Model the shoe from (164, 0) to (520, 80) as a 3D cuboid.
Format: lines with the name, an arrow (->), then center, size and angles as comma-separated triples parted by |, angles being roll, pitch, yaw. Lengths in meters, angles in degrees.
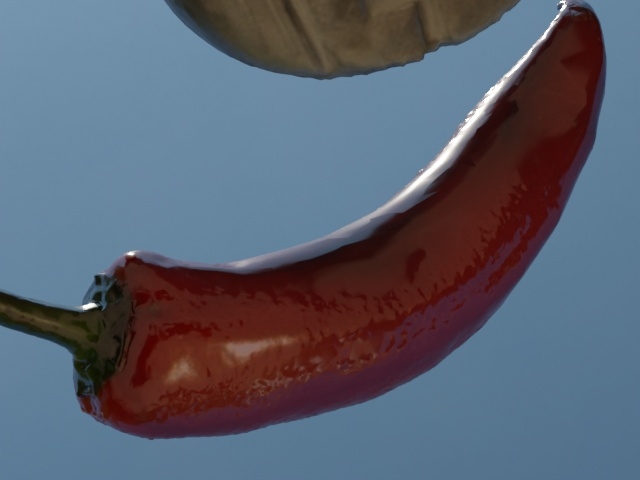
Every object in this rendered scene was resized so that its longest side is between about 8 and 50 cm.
shoe -> 0.018, -0.127, 0.421 | 0.125, 0.099, 0.227 | 10, -139, 46

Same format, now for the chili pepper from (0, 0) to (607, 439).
chili pepper -> 0.007, 0.004, 0.715 | 0.368, 0.092, 0.137 | -25, -93, -33
